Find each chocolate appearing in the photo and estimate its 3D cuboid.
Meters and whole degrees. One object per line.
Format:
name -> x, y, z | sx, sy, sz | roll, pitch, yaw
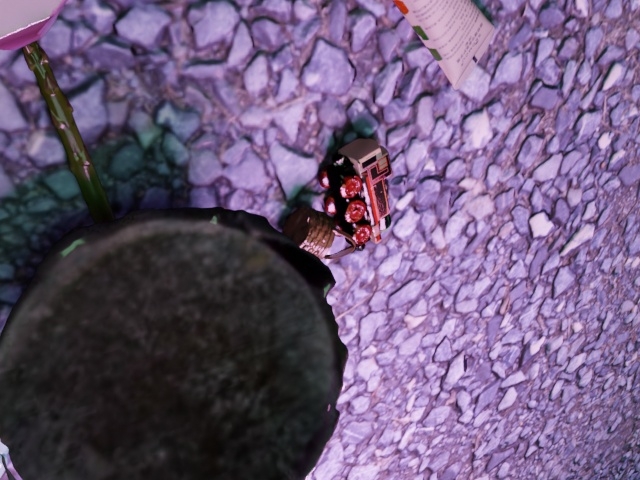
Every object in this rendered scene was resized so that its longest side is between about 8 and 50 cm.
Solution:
chocolate -> -0.128, 0.136, 0.593 | 0.303, 0.303, 0.213 | -34, 165, -15

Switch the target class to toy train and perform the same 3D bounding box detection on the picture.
toy train -> 0.051, -0.053, 0.749 | 0.087, 0.050, 0.137 | -32, 129, -21

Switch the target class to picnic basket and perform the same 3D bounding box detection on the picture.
picnic basket -> 0.000, 0.000, 0.729 | 0.083, 0.072, 0.072 | 25, 99, -32

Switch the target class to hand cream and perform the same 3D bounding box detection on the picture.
hand cream -> 0.118, -0.274, 0.675 | 0.276, 0.059, 0.095 | 31, 94, -47

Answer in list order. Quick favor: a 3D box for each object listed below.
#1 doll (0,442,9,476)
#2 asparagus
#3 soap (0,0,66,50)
doll -> -0.311, 0.192, 0.624 | 0.159, 0.059, 0.159 | -29, 126, -19
asparagus -> -0.229, -0.099, 0.544 | 0.025, 0.025, 0.248 | -2, 126, 14
soap -> -0.197, -0.284, 0.391 | 0.193, 0.109, 0.323 | 7, 108, -27
